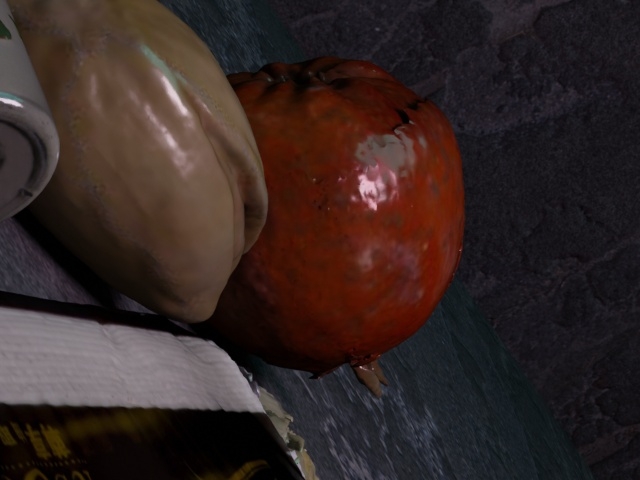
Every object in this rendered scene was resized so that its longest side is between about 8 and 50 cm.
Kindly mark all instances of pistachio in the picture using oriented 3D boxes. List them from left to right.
[{"bbox_3d":[-0.146,-0.075,1.263,0.293,0.181,0.162,50,50,-30],"label":"pistachio"}]

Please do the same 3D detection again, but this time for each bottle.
[{"bbox_3d":[-0.240,-0.127,1.059,0.120,0.120,0.253,45,14,-54],"label":"bottle"}]

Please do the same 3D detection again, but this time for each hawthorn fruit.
[{"bbox_3d":[0.000,0.000,1.525,0.276,0.276,0.307,-88,161,-73],"label":"hawthorn fruit"}]

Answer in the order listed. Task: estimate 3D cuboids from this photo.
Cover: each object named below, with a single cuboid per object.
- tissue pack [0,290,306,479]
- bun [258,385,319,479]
[{"bbox_3d":[-0.125,0.128,0.575,0.198,0.210,0.370,64,11,12],"label":"tissue pack"},{"bbox_3d":[-0.056,0.169,0.989,0.287,0.146,0.287,57,12,-18],"label":"bun"}]
